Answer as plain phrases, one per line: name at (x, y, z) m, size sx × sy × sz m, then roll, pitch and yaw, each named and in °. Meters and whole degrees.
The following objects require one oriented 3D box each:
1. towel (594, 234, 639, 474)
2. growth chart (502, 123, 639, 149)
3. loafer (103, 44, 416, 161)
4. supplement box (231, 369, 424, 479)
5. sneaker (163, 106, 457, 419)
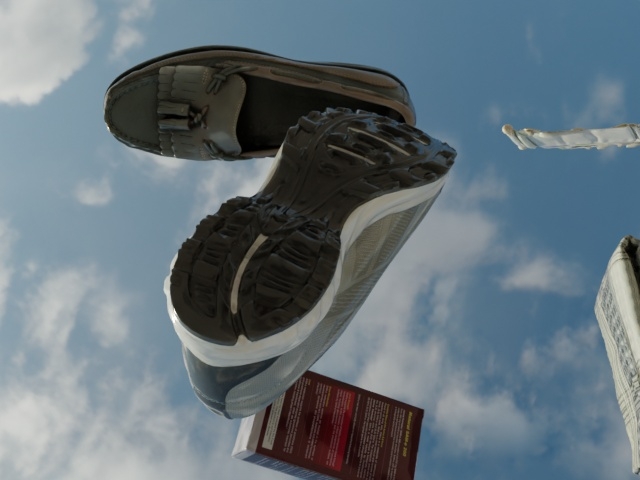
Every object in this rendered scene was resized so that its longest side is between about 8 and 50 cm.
towel at (0.440, 0.194, 1.048) m, size 0.056 × 0.312 × 0.324 m, roll -11°, pitch -112°, yaw 8°
growth chart at (0.415, -0.163, 1.182) m, size 0.237 × 0.172 × 0.021 m, roll -1°, pitch -94°, yaw 19°
loafer at (-0.051, -0.111, 0.628) m, size 0.267 × 0.096 × 0.084 m, roll -2°, pitch -159°, yaw -5°
supplement box at (0.015, 0.261, 1.018) m, size 0.239 × 0.073 × 0.130 m, roll 22°, pitch -120°, yaw -13°
sneaker at (-0.001, 0.000, 0.477) m, size 0.100 × 0.108 × 0.271 m, roll 27°, pitch -135°, yaw 19°
